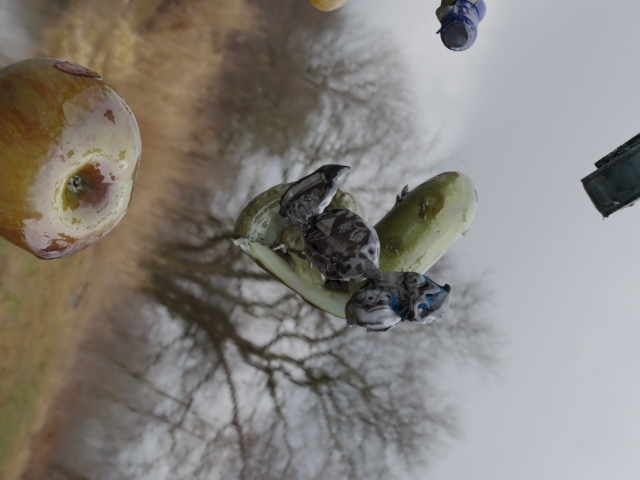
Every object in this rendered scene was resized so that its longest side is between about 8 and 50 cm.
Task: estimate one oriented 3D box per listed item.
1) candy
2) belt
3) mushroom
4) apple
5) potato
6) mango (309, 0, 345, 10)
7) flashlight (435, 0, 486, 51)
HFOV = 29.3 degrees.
[{"bbox_3d":[0.030,0.007,1.054,0.094,0.051,0.226,-33,-137,-8],"label":"candy"},{"bbox_3d":[0.602,-0.143,2.247,0.267,0.116,0.206,-29,175,-25],"label":"belt"},{"bbox_3d":[0.005,0.005,2.028,0.267,0.189,0.164,16,-116,40],"label":"mushroom"},{"bbox_3d":[-0.301,-0.094,1.358,0.211,0.188,0.211,-33,143,-29],"label":"apple"},{"bbox_3d":[0.100,-0.005,1.337,0.188,0.085,0.105,-48,167,-6],"label":"potato"},{"bbox_3d":[0.029,-0.475,2.088,0.147,0.109,0.227,-59,173,-19],"label":"mango"},{"bbox_3d":[0.102,-0.166,0.912,0.057,0.035,0.121,-38,-170,20],"label":"flashlight"}]
